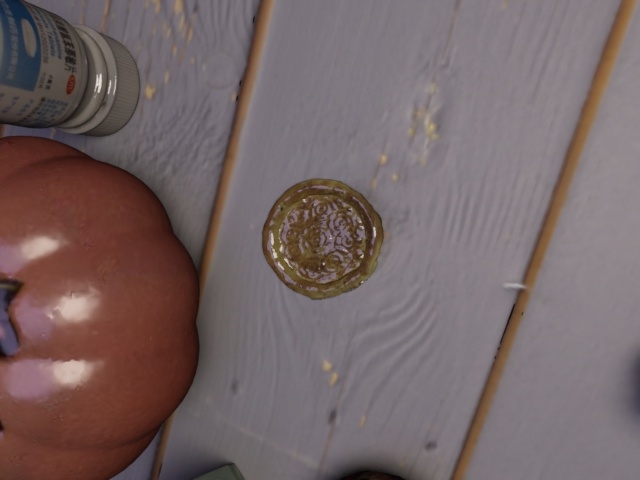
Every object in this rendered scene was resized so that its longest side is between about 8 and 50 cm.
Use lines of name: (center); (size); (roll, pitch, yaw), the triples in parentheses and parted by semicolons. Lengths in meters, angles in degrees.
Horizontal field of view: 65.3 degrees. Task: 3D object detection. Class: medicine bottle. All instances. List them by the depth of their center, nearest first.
medicine bottle: (-0.250, -0.149, 0.430); (0.105, 0.168, 0.105); (2, 95, 17)

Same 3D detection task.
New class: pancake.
pancake: (0.000, 0.000, 0.445); (0.115, 0.011, 0.114); (2, 97, 19)

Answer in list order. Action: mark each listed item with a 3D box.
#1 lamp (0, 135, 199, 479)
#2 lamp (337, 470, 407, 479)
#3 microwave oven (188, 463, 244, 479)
lamp: (-0.253, 0.067, 0.413); (0.305, 0.240, 0.305); (2, 95, 19)
lamp: (0.049, 0.269, 0.393); (0.156, 0.135, 0.157); (21, 82, 56)
microwave oven: (-0.095, 0.317, 0.403); (0.122, 0.162, 0.208); (-39, 69, 5)
